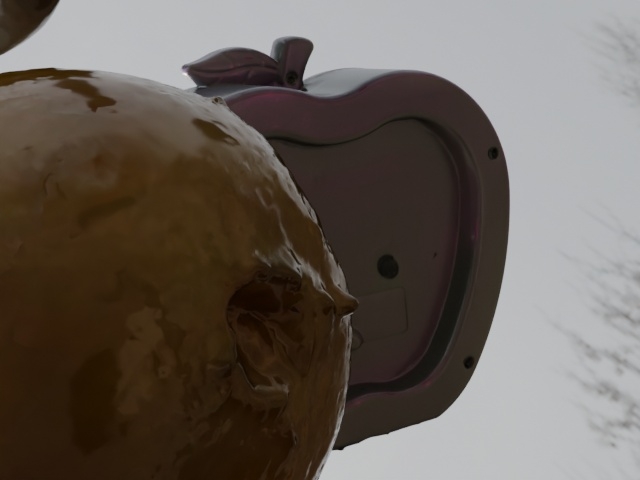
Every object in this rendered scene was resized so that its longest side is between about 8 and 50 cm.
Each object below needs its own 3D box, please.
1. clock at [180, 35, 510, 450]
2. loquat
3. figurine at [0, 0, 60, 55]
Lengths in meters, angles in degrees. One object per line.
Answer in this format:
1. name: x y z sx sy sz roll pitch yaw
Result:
1. clock: 0.000 0.000 1.041 0.338 0.102 0.338 -3 -84 -33
2. loquat: -0.143 0.060 0.731 0.328 0.328 0.328 -21 -50 -27
3. figurine: -0.250 -0.272 1.041 0.177 0.173 0.247 16 -32 -10
